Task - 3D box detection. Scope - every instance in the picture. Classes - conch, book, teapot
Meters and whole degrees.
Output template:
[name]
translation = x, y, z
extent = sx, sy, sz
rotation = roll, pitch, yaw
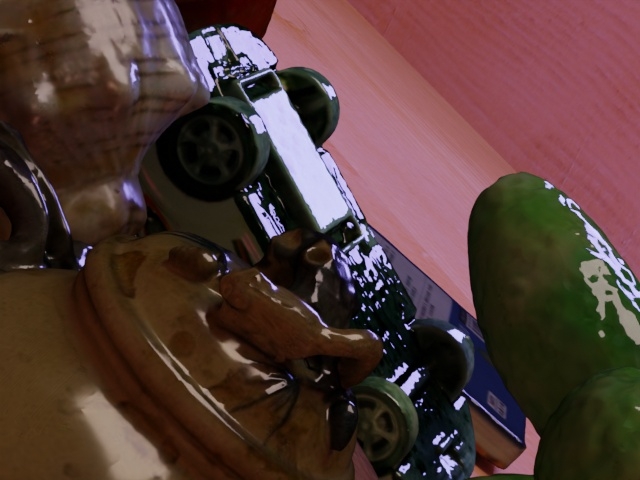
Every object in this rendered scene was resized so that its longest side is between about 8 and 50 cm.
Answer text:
[conch]
translation = -0.176, -0.118, 0.840
extent = 0.203, 0.169, 0.386
rotation = -6, 64, -41
[book]
translation = 0.000, 0.000, 1.360
extent = 0.428, 0.039, 0.300
rotation = 41, 11, 0
[teapot]
translation = -0.064, 0.058, 0.538
extent = 0.269, 0.182, 0.173
rotation = 52, 13, 26

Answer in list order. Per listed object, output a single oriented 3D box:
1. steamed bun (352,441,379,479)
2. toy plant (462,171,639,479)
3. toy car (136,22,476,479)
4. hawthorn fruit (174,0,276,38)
[steamed bun]
translation = -0.038, 0.101, 0.712
extent = 0.175, 0.106, 0.145
rotation = 53, 3, -14
[toy plant]
translation = 0.201, 0.158, 0.918
extent = 0.356, 0.210, 0.317
rotation = 44, 15, -18
[toy car]
translation = -0.020, 0.025, 0.979
extent = 0.306, 0.125, 0.136
rotation = 62, 25, -4
[hawthorn fruit]
translation = -0.139, -0.170, 1.047
extent = 0.254, 0.254, 0.300
rotation = 37, 18, -23
